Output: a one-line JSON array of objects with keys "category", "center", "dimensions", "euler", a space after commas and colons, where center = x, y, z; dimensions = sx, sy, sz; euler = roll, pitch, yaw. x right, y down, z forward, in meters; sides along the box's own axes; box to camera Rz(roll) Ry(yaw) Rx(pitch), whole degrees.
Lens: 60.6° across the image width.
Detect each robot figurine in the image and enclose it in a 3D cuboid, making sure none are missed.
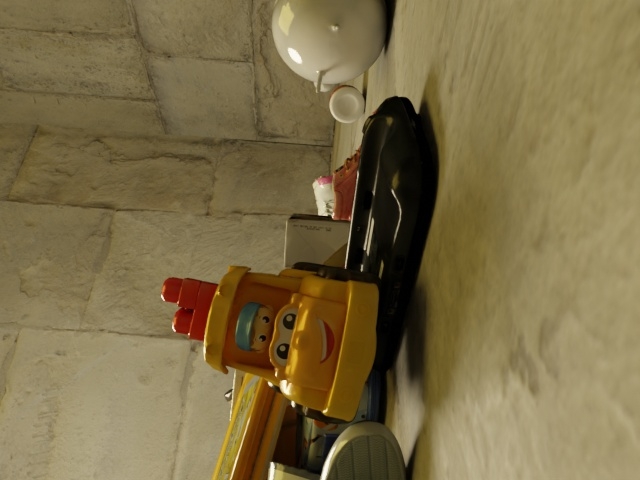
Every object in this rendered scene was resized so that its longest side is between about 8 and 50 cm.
[{"category": "robot figurine", "center": [0.019, -0.423, 0.988], "dimensions": [0.300, 0.200, 0.353], "euler": [93, 180, -51]}]

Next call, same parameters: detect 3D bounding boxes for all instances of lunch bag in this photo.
[{"category": "lunch bag", "center": [0.022, 0.240, 0.827], "dimensions": [0.243, 0.115, 0.303], "euler": [-91, 5, -48]}]

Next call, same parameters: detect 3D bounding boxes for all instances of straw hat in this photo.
[{"category": "straw hat", "center": [0.054, 0.047, 0.846], "dimensions": [0.061, 0.144, 0.144], "euler": [52, 166, 14]}]

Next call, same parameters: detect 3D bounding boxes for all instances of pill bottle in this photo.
[{"category": "pill bottle", "center": [0.064, -0.344, 1.370], "dimensions": [0.152, 0.086, 0.086], "euler": [-90, 4, -72]}]

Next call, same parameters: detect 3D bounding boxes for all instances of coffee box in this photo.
[{"category": "coffee box", "center": [0.000, 0.000, 1.401], "dimensions": [0.297, 0.168, 0.119], "euler": [-88, 2, -85]}]

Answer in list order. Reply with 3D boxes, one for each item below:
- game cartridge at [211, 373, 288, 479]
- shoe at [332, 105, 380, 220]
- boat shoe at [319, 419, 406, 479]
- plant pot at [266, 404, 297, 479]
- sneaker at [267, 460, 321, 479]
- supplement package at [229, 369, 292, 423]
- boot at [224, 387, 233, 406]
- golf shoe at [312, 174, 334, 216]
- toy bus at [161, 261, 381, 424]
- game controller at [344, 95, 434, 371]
[{"category": "game cartridge", "center": [-0.125, 0.329, 0.880], "dimensions": [0.323, 0.053, 0.285], "euler": [128, 160, -61]}, {"category": "shoe", "center": [0.060, -0.114, 0.820], "dimensions": [0.063, 0.081, 0.178], "euler": [-96, 10, -84]}, {"category": "boat shoe", "center": [0.037, 0.264, 0.557], "dimensions": [0.076, 0.083, 0.226], "euler": [-91, 5, -68]}, {"category": "plant pot", "center": [-0.032, 0.428, 0.970], "dimensions": [0.188, 0.205, 0.205], "euler": [-134, 47, -76]}, {"category": "sneaker", "center": [-0.036, 0.373, 0.682], "dimensions": [0.319, 0.112, 0.131], "euler": [81, -158, -56]}, {"category": "supplement package", "center": [-0.059, 0.345, 1.157], "dimensions": [0.134, 0.244, 0.139], "euler": [103, 172, -78]}, {"category": "boot", "center": [-0.039, 0.442, 1.352], "dimensions": [0.377, 0.138, 0.284], "euler": [-3, -116, -55]}, {"category": "golf shoe", "center": [0.042, -0.105, 1.665], "dimensions": [0.306, 0.115, 0.140], "euler": [72, -170, -75]}, {"category": "toy bus", "center": [-0.061, 0.084, 0.567], "dimensions": [0.220, 0.211, 0.149], "euler": [172, 112, -77]}, {"category": "game controller", "center": [0.074, 0.006, 0.625], "dimensions": [0.166, 0.067, 0.319], "euler": [-108, 16, -46]}]
